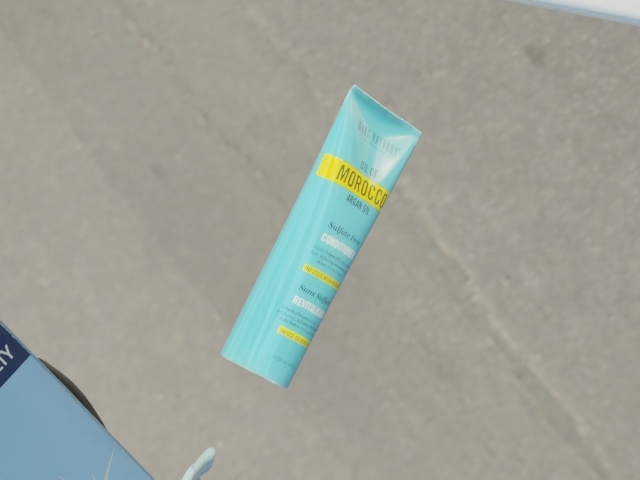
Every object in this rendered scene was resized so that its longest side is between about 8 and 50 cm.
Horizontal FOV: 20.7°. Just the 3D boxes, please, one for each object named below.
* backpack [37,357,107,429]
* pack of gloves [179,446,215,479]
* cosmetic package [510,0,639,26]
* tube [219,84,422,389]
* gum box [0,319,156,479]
[{"bbox_3d":[-0.136,0.112,0.735,0.101,0.098,0.120,-37,72,15],"label":"backpack"},{"bbox_3d":[-0.173,0.284,1.537,0.046,0.232,0.195,30,128,4],"label":"pack of gloves"},{"bbox_3d":[-0.066,-0.205,0.289,0.097,0.377,0.285,-134,55,-69],"label":"cosmetic package"},{"bbox_3d":[0.000,0.000,1.212,0.052,0.207,0.080,23,174,40],"label":"tube"},{"bbox_3d":[-0.111,0.136,0.583,0.184,0.157,0.041,50,160,-20],"label":"gum box"}]
